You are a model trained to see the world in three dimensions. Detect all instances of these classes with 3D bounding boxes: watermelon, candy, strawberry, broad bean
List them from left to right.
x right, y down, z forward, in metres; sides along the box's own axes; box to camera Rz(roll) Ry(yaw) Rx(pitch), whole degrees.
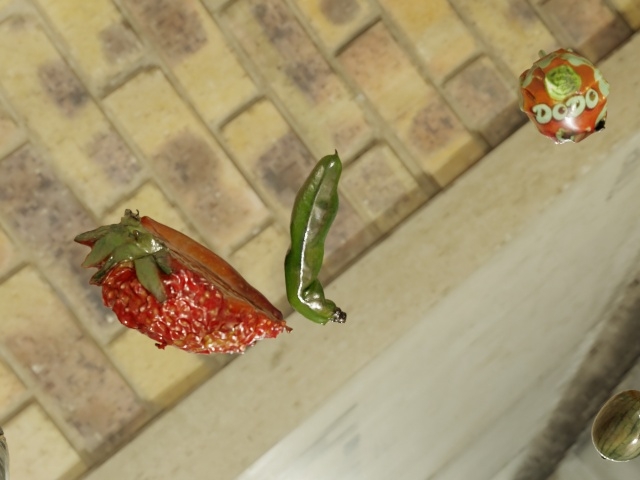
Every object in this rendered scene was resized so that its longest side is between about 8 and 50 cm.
[{"bbox_3d":[-0.144,0.059,1.218,0.174,0.098,0.228,43,-172,37],"label":"strawberry"},{"bbox_3d":[-0.007,0.004,1.123,0.046,0.061,0.195,-126,28,-56],"label":"broad bean"},{"bbox_3d":[0.237,-0.162,1.155,0.084,0.078,0.287,53,-164,-10],"label":"candy"},{"bbox_3d":[0.399,0.244,1.500,0.078,0.078,0.110,46,124,22],"label":"watermelon"}]

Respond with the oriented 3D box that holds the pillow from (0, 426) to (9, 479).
[{"bbox_3d":[-0.374,0.266,1.229,0.255,0.059,0.169,104,171,-77],"label":"pillow"}]
